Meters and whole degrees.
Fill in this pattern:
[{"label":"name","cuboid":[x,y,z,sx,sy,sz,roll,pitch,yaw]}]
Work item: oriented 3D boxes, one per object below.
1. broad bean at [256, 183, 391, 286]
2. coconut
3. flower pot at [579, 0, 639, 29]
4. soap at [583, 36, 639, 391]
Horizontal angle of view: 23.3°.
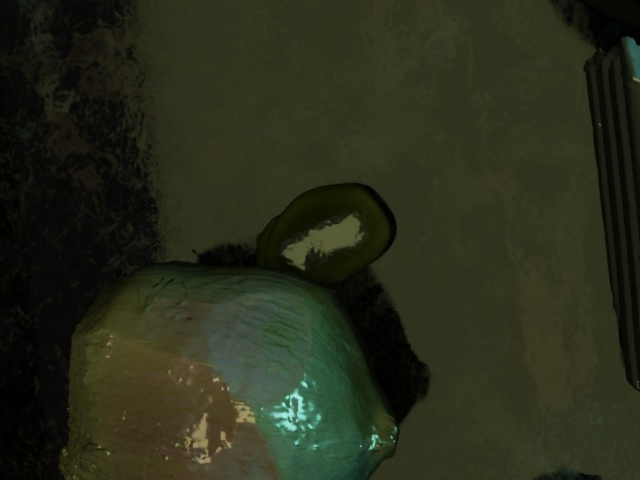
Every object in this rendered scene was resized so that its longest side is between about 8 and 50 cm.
[{"label":"broad bean","cuboid":[0.000,0.000,1.970,0.174,0.082,0.124,-37,87,-1]},{"label":"coconut","cuboid":[-0.087,0.215,1.839,0.405,0.404,0.404,1,93,9]},{"label":"flower pot","cuboid":[0.444,-0.375,1.760,0.379,0.251,0.379,-7,75,26]},{"label":"soap","cuboid":[0.445,-0.021,1.775,0.213,0.350,0.435,-6,94,1]}]
